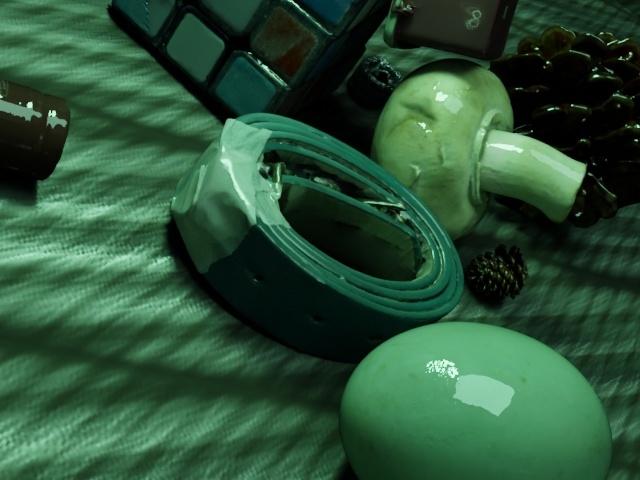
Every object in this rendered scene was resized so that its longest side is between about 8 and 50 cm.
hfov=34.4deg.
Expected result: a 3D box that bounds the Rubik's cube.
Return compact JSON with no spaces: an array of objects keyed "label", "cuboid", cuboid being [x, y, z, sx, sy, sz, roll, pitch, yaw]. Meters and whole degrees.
[{"label":"Rubik's cube","cuboid":[-0.072,-0.441,1.730,0.363,0.359,0.362,40,31,5]}]

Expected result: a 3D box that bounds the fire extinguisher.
[{"label":"fire extinguisher","cuboid":[-0.492,-0.172,1.276,0.337,0.114,0.135,16,1,-32]}]

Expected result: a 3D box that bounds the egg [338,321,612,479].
[{"label":"egg","cuboid":[0.202,0.245,1.322,0.389,0.276,0.276,15,43,-26]}]

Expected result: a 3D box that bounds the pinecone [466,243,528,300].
[{"label":"pinecone","cuboid":[0.308,0.055,1.777,0.109,0.102,0.102,-5,55,-41]}]

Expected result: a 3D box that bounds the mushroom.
[{"label":"mushroom","cuboid":[0.238,-0.141,1.755,0.356,0.315,0.315,19,41,-25]}]

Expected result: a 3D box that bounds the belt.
[{"label":"belt","cuboid":[0.002,0.000,1.488,0.436,0.173,0.300,25,41,-20]}]

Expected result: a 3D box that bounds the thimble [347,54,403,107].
[{"label":"thimble","cuboid":[0.108,-0.305,2.005,0.095,0.066,0.104,41,38,3]}]

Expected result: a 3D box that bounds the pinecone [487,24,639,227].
[{"label":"pinecone","cuboid":[0.477,-0.210,1.991,0.398,0.398,0.397,25,38,-21]}]

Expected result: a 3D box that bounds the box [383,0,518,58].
[{"label":"box","cuboid":[0.229,-0.394,1.701,0.167,0.193,0.294,16,15,13]}]
